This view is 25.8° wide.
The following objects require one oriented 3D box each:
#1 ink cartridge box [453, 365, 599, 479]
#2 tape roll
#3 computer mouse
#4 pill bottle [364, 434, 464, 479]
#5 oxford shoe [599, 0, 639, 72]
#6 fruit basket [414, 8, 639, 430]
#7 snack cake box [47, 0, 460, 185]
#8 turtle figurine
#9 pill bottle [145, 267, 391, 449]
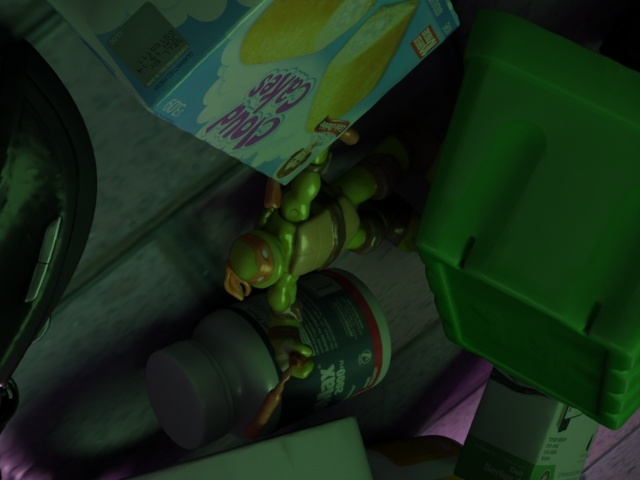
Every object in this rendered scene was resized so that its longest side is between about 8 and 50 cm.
[{"bbox_3d":[0.252,0.174,1.554,0.160,0.092,0.219,10,102,-59],"label":"ink cartridge box"},{"bbox_3d":[-0.095,0.223,1.112,0.286,0.100,0.286,-15,174,-2],"label":"tape roll"},{"bbox_3d":[-0.168,0.015,0.798,0.060,0.184,0.262,8,100,-14],"label":"computer mouse"},{"bbox_3d":[0.068,0.291,1.534,0.246,0.136,0.136,2,132,-53],"label":"pill bottle"},{"bbox_3d":[0.342,-0.180,1.218,0.227,0.083,0.096,-7,136,-49],"label":"oxford shoe"},{"bbox_3d":[0.260,-0.062,1.067,0.392,0.283,0.392,-53,161,-27],"label":"fruit basket"},{"bbox_3d":[-0.023,-0.124,0.748,0.152,0.089,0.264,-44,168,5],"label":"snack cake box"},{"bbox_3d":[0.000,0.000,1.029,0.217,0.087,0.269,-25,129,-45],"label":"turtle figurine"},{"bbox_3d":[-0.043,0.097,1.115,0.180,0.108,0.108,-20,148,-34],"label":"pill bottle"}]
